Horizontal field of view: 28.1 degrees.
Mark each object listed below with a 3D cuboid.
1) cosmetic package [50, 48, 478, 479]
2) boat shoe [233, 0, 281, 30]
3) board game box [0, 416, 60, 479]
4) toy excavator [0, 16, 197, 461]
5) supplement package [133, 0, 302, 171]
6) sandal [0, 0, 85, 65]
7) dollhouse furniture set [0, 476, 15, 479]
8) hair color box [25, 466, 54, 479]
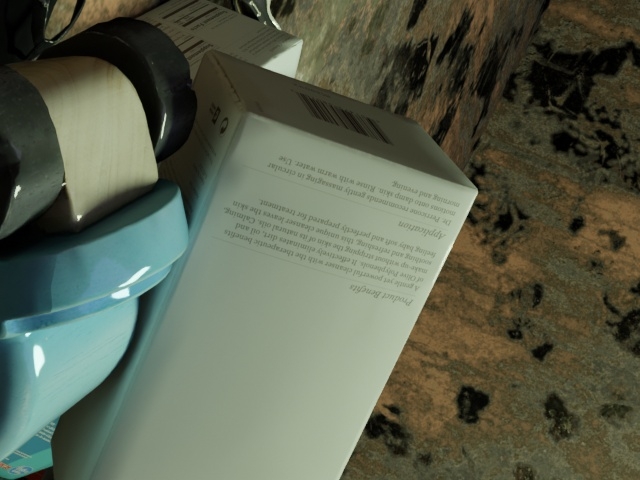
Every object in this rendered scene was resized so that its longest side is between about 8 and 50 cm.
[{"bbox_3d":[-0.057,0.067,0.983,0.365,0.197,0.155,-64,-156,18],"label":"cosmetic package"},{"bbox_3d":[-0.075,-0.255,1.491,0.038,0.046,0.125,-59,162,-24],"label":"boat shoe"},{"bbox_3d":[-0.190,0.120,1.206,0.336,0.079,0.254,-20,161,0],"label":"board game box"},{"bbox_3d":[-0.280,0.097,0.895,0.222,0.433,0.445,-38,121,-62],"label":"toy excavator"},{"bbox_3d":[-0.153,-0.097,1.265,0.262,0.145,0.204,-45,155,-54],"label":"supplement package"},{"bbox_3d":[-0.212,-0.226,1.020,0.254,0.055,0.097,-65,166,0],"label":"sandal"},{"bbox_3d":[-0.301,0.344,1.148,0.212,0.161,0.242,-13,91,-31],"label":"dollhouse furniture set"},{"bbox_3d":[-0.285,0.184,1.444,0.167,0.053,0.093,-68,165,6],"label":"hair color box"}]
